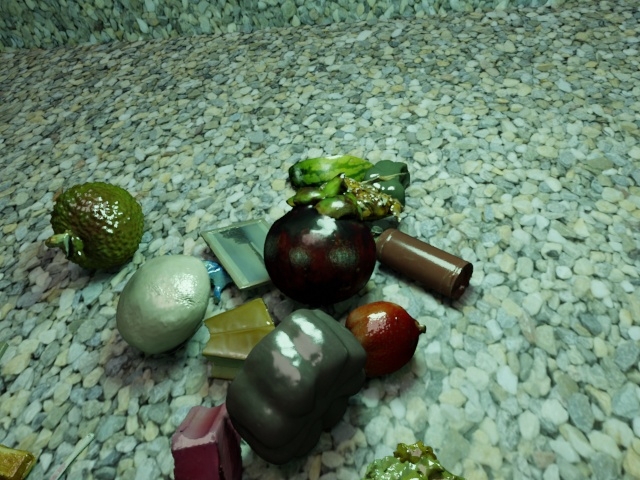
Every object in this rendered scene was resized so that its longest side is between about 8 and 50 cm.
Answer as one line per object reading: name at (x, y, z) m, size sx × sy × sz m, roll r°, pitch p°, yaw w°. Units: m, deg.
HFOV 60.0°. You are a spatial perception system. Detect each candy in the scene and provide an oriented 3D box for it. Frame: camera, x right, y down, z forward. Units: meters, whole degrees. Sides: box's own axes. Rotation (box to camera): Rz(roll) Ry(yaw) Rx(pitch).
candy at (-0.399, 0.145, 1.394) m, size 0.296 × 0.185 × 0.295 m, roll -27°, pitch 42°, yaw 27°

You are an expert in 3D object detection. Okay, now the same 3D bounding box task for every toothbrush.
toothbrush at (-0.568, 0.507, 1.209) m, size 0.017 × 0.022 × 0.204 m, roll 16°, pitch 46°, yaw 23°

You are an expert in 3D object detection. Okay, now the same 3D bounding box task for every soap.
soap at (-0.220, 0.418, 1.100) m, size 0.099 × 0.162 × 0.250 m, roll -13°, pitch 1°, yaw -2°

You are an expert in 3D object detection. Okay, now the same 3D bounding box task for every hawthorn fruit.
hawthorn fruit at (0.148, 0.222, 1.268) m, size 0.188 × 0.168 × 0.169 m, roll -5°, pitch 43°, yaw -1°

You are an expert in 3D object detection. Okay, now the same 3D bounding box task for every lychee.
lychee at (-0.658, -0.041, 1.641) m, size 0.270 × 0.269 × 0.319 m, roll 8°, pitch 54°, yaw 20°

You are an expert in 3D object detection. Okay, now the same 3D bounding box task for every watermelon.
watermelon at (0.036, -0.190, 1.792) m, size 0.304 × 0.159 × 0.128 m, roll -4°, pitch 81°, yaw 9°

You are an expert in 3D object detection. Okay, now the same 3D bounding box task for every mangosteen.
mangosteen at (0.002, 0.017, 1.411) m, size 0.312 × 0.311 × 0.311 m, roll -6°, pitch 43°, yaw 6°

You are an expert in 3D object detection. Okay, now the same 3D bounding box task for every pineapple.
pineapple at (0.085, -0.119, 1.584) m, size 0.335 × 0.161 × 0.158 m, roll -4°, pitch 83°, yaw 16°

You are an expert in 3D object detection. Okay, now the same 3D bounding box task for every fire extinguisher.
fire extinguisher at (0.247, 0.037, 1.492) m, size 0.337 × 0.106 × 0.147 m, roll 28°, pitch 25°, yaw 35°

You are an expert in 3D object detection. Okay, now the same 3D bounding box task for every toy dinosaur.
toy dinosaur at (-0.319, 0.096, 1.558) m, size 0.330 × 0.076 × 0.144 m, roll 7°, pitch 35°, yaw 13°

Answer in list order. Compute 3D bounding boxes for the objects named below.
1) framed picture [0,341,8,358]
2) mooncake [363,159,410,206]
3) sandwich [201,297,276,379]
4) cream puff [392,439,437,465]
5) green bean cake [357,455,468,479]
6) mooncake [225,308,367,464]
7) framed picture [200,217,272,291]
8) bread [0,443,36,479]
framed picture at (-0.978, 0.390, 1.417) m, size 0.232 × 0.024 × 0.314 m, roll -2°, pitch 44°, yaw 8°
mooncake at (0.213, -0.170, 1.712) m, size 0.169 × 0.104 × 0.175 m, roll -15°, pitch 46°, yaw -13°
sandwich at (-0.180, 0.269, 1.318) m, size 0.186 × 0.108 × 0.220 m, roll -22°, pitch 46°, yaw -12°
cream puff at (0.185, 0.432, 1.099) m, size 0.083 × 0.058 × 0.083 m, roll 25°, pitch 56°, yaw 31°
green bean cake at (0.158, 0.457, 0.894) m, size 0.202 × 0.309 × 0.285 m, roll -29°, pitch 48°, yaw -16°
mooncake at (-0.039, 0.299, 1.135) m, size 0.306 × 0.306 × 0.154 m, roll -38°, pitch 55°, yaw -26°
framed picture at (-0.195, 0.032, 1.600) m, size 0.213 × 0.016 × 0.289 m, roll -15°, pitch 40°, yaw -28°
bread at (-0.701, 0.492, 1.228) m, size 0.132 × 0.053 × 0.074 m, roll 5°, pitch 49°, yaw 17°
